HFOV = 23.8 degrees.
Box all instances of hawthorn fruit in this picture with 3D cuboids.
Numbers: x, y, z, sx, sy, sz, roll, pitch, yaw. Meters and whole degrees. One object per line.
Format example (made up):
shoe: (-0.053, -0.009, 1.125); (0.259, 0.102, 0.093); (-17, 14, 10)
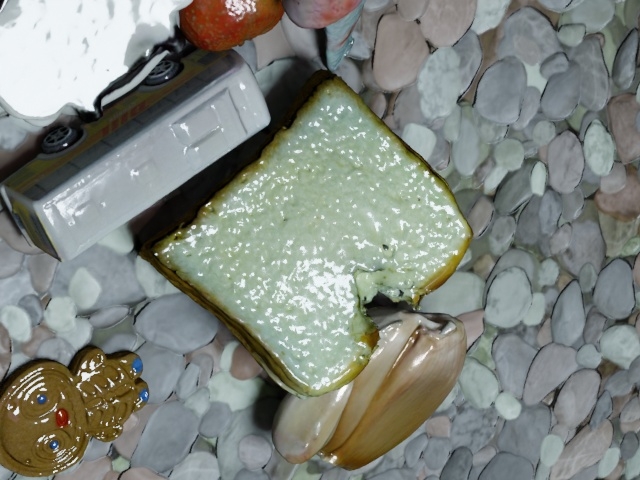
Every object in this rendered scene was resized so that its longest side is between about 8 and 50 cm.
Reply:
hawthorn fruit: (-0.089, -0.240, 1.437); (0.128, 0.128, 0.128); (-12, 112, -32)

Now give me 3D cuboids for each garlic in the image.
garlic: (0.060, 0.150, 1.669); (0.228, 0.110, 0.217); (-46, 147, 12)

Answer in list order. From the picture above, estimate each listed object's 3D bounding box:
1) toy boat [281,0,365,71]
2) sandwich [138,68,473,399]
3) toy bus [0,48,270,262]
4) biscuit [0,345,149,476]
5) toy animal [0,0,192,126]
toy boat: (0.029, -0.262, 1.474); (0.282, 0.096, 0.206); (79, 32, -70)
sandwich: (0.000, 0.000, 1.533); (0.249, 0.095, 0.273); (45, 77, -6)
toy bus: (-0.170, -0.088, 1.438); (0.268, 0.106, 0.092); (-36, 124, -20)
biscuit: (-0.251, 0.168, 1.517); (0.175, 0.026, 0.124); (-25, 119, -26)
toy animal: (-0.230, -0.217, 1.324); (0.208, 0.156, 0.204); (-42, 127, -7)
